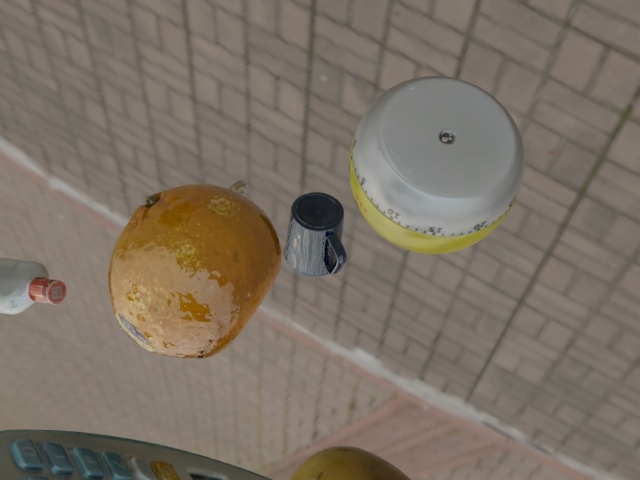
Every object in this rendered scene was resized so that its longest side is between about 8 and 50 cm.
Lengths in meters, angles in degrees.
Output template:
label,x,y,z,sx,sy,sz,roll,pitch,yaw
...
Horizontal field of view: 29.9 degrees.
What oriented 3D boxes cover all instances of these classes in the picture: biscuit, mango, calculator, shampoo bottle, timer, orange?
label,x,y,z,sx,sy,sz,roll,pitch,yaw
biscuit,-0.175,-0.042,2.054,0.020,0.152,0.152,36,158,5
mango,0.067,0.455,1.941,0.173,0.211,0.317,11,-160,-49
calculator,-0.139,0.272,1.078,0.386,0.054,0.256,25,-161,-44
shampoo bottle,-0.514,0.079,2.036,0.220,0.108,0.051,4,139,41
timer,0.167,-0.090,1.838,0.285,0.285,0.285,27,157,12
orange,-0.150,0.035,1.410,0.193,0.219,0.219,50,159,8

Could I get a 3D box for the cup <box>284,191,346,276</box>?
label,x,y,z,sx,sy,sz,roll,pitch,yaw
cup,0.004,-0.007,2.405,0.150,0.113,0.138,26,141,15
